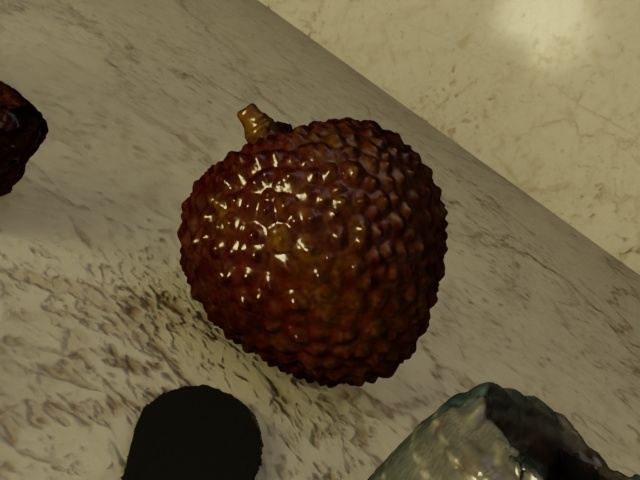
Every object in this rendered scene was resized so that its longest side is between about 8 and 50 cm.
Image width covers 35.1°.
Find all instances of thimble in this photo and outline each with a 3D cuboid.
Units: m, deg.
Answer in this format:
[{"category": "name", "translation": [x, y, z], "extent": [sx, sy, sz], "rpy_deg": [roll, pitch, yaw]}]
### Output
[{"category": "thimble", "translation": [0.152, 0.229, 0.822], "extent": [0.236, 0.172, 0.205], "rpy_deg": [24, 22, -45]}]

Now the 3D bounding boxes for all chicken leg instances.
[{"category": "chicken leg", "translation": [-0.355, -0.111, 0.910], "extent": [0.177, 0.083, 0.322], "rpy_deg": [53, 20, -2]}]

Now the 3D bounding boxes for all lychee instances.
[{"category": "lychee", "translation": [0.000, 0.000, 1.011], "extent": [0.304, 0.276, 0.276], "rpy_deg": [64, 17, -7]}]

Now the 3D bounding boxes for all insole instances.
[{"category": "insole", "translation": [-0.102, 0.186, 0.767], "extent": [0.110, 0.012, 0.309], "rpy_deg": [32, 18, -8]}]
